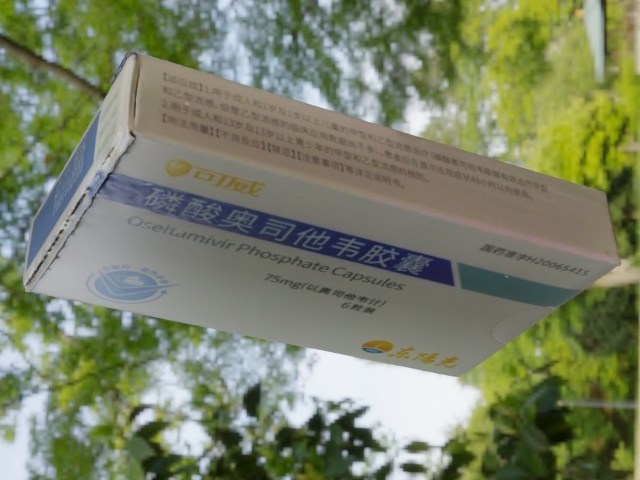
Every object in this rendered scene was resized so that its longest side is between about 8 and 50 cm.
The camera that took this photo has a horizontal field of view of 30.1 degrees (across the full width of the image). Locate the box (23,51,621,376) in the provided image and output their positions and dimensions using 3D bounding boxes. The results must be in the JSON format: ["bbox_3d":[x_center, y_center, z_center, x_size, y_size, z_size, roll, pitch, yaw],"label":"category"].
[{"bbox_3d":[0.000,0.000,0.786,0.200,0.343,0.065,-45,39,49],"label":"box"}]
